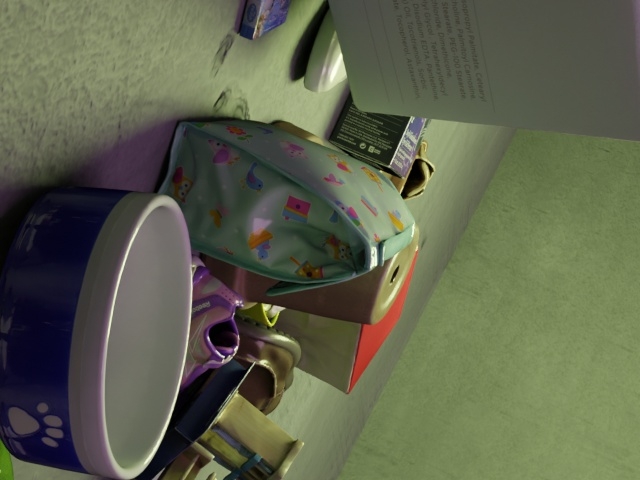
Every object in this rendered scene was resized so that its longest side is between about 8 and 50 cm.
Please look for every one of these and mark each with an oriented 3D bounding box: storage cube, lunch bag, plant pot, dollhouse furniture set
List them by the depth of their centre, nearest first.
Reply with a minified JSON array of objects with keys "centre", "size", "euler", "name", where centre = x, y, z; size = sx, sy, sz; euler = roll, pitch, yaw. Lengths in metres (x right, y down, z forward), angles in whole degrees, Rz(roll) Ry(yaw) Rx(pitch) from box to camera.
[{"centre":[-0.030,-0.032,1.486],"size":[0.160,0.262,0.223],"euler":[-69,167,13],"name":"lunch bag"},{"centre":[0.000,0.000,1.731],"size":[0.263,0.229,0.263],"euler":[-58,163,-29],"name":"plant pot"},{"centre":[-0.142,0.322,1.755],"size":[0.129,0.129,0.183],"euler":[-44,-171,51],"name":"dollhouse furniture set"},{"centre":[0.020,0.087,2.049],"size":[0.193,0.184,0.215],"euler":[-53,162,-39],"name":"storage cube"}]

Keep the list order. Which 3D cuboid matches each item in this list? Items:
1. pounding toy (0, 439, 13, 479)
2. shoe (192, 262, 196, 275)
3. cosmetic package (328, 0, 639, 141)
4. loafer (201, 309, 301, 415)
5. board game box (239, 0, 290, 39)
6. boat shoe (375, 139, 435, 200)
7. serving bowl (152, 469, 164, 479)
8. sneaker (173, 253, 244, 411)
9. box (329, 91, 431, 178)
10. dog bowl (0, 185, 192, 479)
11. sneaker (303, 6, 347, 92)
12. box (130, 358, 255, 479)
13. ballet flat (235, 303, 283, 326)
[{"centre":[-0.310,0.247,1.224],"size":[0.237,0.110,0.183],"euler":[-63,166,-11],"name":"pounding toy"},{"centre":[-0.198,0.104,1.513],"size":[0.076,0.058,0.219],"euler":[-37,149,-63],"name":"shoe"},{"centre":[0.245,-0.353,1.536],"size":[0.329,0.394,0.327],"euler":[-53,141,-38],"name":"cosmetic package"},{"centre":[-0.107,0.198,1.856],"size":[0.130,0.134,0.366],"euler":[-62,166,-17],"name":"loafer"},{"centre":[-0.056,-0.282,1.477],"size":[0.090,0.020,0.090],"euler":[-44,153,-57],"name":"board game box"},{"centre":[0.138,-0.119,2.283],"size":[0.324,0.116,0.123],"euler":[-37,149,-63],"name":"boat shoe"},{"centre":[-0.249,0.348,1.803],"size":[0.083,0.027,0.083],"euler":[-59,165,-26],"name":"serving bowl"},{"centre":[-0.157,0.135,1.626],"size":[0.095,0.104,0.236],"euler":[-51,163,-54],"name":"sneaker"},{"centre":[0.116,-0.217,2.050],"size":[0.207,0.108,0.153],"euler":[-66,166,2],"name":"box"},{"centre":[-0.205,0.083,1.203],"size":[0.265,0.104,0.265],"euler":[7,90,-81],"name":"dog bowl"},{"centre":[0.083,-0.293,1.773],"size":[0.290,0.123,0.106],"euler":[-55,164,-35],"name":"sneaker"},{"centre":[-0.172,0.235,1.711],"size":[0.225,0.036,0.136],"euler":[-43,-172,49],"name":"box"},{"centre":[-0.044,0.033,1.904],"size":[0.077,0.077,0.231],"euler":[47,65,-40],"name":"ballet flat"}]
